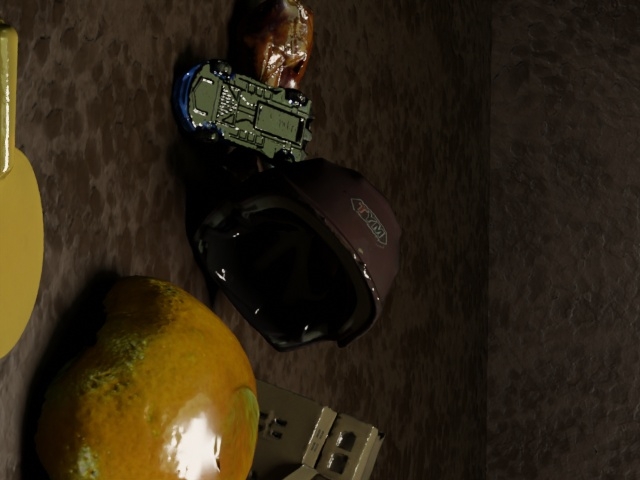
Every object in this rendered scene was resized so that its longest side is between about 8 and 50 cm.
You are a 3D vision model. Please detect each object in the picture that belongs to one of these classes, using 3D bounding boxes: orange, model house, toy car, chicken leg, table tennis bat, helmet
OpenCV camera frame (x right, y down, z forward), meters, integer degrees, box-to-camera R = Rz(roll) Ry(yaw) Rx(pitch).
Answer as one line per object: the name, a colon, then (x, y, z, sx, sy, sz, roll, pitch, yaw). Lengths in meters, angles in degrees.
orange: (-0.177, 0.193, 1.802, 0.334, 0.196, 0.262, -56, 130, -47)
model house: (-0.043, 0.327, 2.183, 0.243, 0.204, 0.211, -68, 158, -8)
toy car: (-0.098, -0.155, 2.084, 0.216, 0.063, 0.103, 17, 79, -39)
chicken leg: (-0.083, -0.182, 2.183, 0.113, 0.093, 0.304, 35, 64, -46)
table tennis bat: (-0.303, -0.044, 1.566, 0.198, 0.050, 0.321, -34, 126, -69)
helmet: (0.000, 0.000, 2.050, 0.177, 0.305, 0.225, -43, 107, -36)

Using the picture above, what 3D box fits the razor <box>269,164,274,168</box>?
razor: (-0.046, -0.070, 2.315, 0.232, 0.106, 0.068, 66, 28, -30)
